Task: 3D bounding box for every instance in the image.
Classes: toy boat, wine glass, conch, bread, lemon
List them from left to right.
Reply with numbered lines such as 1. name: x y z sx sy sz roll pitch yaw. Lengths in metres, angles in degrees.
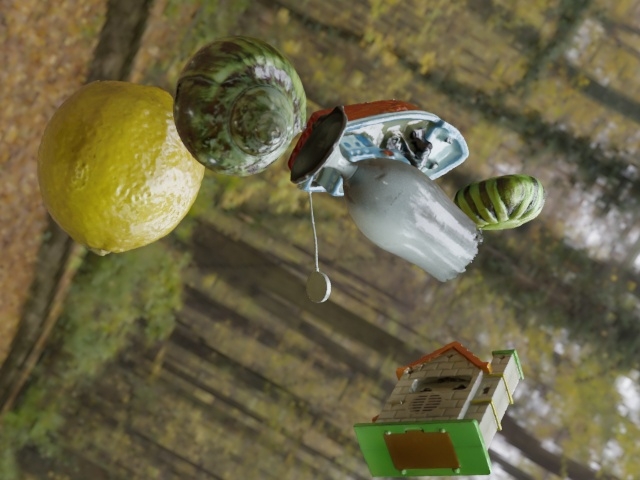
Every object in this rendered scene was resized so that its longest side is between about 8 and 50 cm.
1. lemon: -0.321 -0.123 2.016 0.293 0.293 0.293 -59 -175 9
2. conch: -0.082 -0.160 1.463 0.181 0.187 0.124 66 -35 29
3. wine glass: 0.075 -0.046 1.396 0.103 0.222 0.103 -44 -157 24
4. toy boat: 0.111 -0.128 1.904 0.332 0.133 0.145 -11 138 -48
5. bread: 0.258 -0.052 1.791 0.139 0.130 0.071 -17 -107 50

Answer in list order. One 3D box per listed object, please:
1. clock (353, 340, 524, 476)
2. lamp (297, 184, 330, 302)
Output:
1. clock: 0.212 0.282 2.124 0.220 0.106 0.255 -7 -154 30
2. lamp: 0.000 0.000 1.990 0.050 0.056 0.198 -11 -98 45
